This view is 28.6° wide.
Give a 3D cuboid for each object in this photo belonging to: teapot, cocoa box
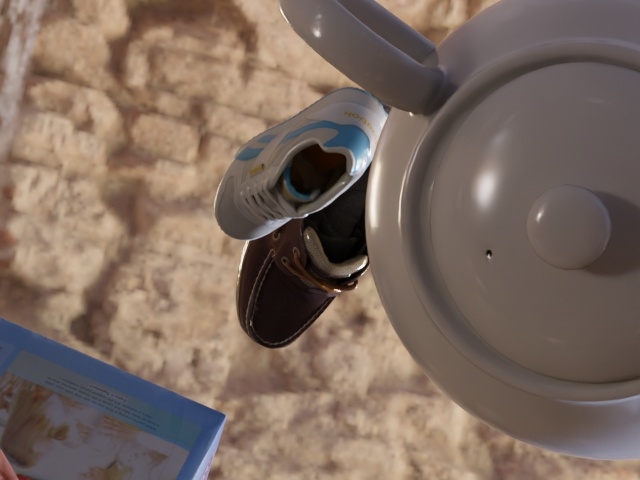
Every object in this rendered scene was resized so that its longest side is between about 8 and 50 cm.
[{"bbox_3d":[0.120,-0.013,0.576,0.256,0.253,0.187,-4,180,21],"label":"teapot"},{"bbox_3d":[-0.315,0.266,1.373,0.347,0.228,0.231,23,-140,4],"label":"cocoa box"}]

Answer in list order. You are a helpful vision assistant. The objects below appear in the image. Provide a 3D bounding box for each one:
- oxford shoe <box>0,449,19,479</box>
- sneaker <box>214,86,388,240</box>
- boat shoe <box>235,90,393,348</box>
[{"bbox_3d":[-0.208,0.249,0.717,0.146,0.397,0.140,-17,-166,27],"label":"oxford shoe"},{"bbox_3d":[-0.035,-0.060,1.217,0.087,0.092,0.228,41,132,-14],"label":"sneaker"},{"bbox_3d":[0.000,0.000,1.402,0.123,0.342,0.123,25,-154,-16],"label":"boat shoe"}]
